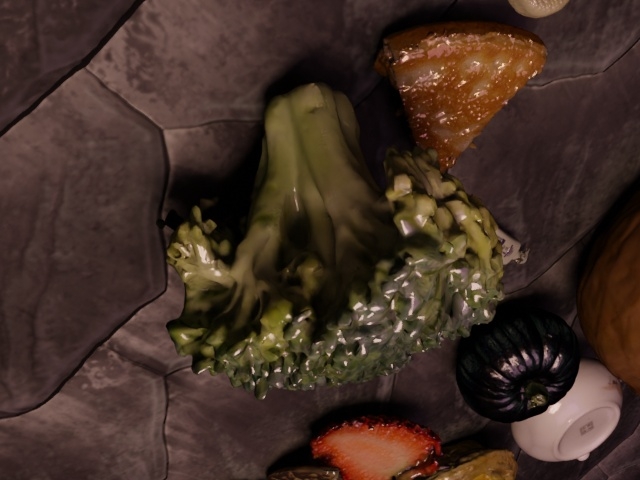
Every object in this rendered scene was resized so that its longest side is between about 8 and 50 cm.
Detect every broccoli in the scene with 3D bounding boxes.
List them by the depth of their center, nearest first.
[{"bbox_3d":[-0.003,-0.002,0.700,0.294,0.280,0.348,-5,168,-18],"label":"broccoli"}]

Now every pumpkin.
[{"bbox_3d":[0.299,0.189,1.118,0.194,0.150,0.194,-21,155,-10],"label":"pumpkin"}]

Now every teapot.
[{"bbox_3d":[0.416,0.289,1.272,0.204,0.139,0.298,-27,132,-12],"label":"teapot"}]

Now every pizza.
[{"bbox_3d":[0.136,-0.150,0.801,0.188,0.062,0.198,0,132,-16],"label":"pizza"}]

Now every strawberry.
[{"bbox_3d":[0.084,0.299,1.116,0.167,0.087,0.208,-33,123,15],"label":"strawberry"}]

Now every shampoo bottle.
[{"bbox_3d":[0.240,0.006,1.006,0.141,0.034,0.049,24,104,-42],"label":"shampoo bottle"}]

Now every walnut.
[{"bbox_3d":[0.565,0.062,1.059,0.354,0.308,0.397,31,109,-8],"label":"walnut"}]

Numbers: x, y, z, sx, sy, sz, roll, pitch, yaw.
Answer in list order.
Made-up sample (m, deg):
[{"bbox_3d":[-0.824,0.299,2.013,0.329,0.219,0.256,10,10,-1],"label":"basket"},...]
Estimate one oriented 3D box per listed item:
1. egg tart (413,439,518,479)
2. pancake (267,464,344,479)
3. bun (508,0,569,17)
[{"bbox_3d":[0.225,0.448,1.319,0.279,0.095,0.278,-17,137,-16],"label":"egg tart"},{"bbox_3d":[0.009,0.376,1.111,0.184,0.020,0.190,20,146,-9],"label":"pancake"},{"bbox_3d":[0.219,-0.271,0.755,0.086,0.055,0.086,-12,116,-25],"label":"bun"}]
